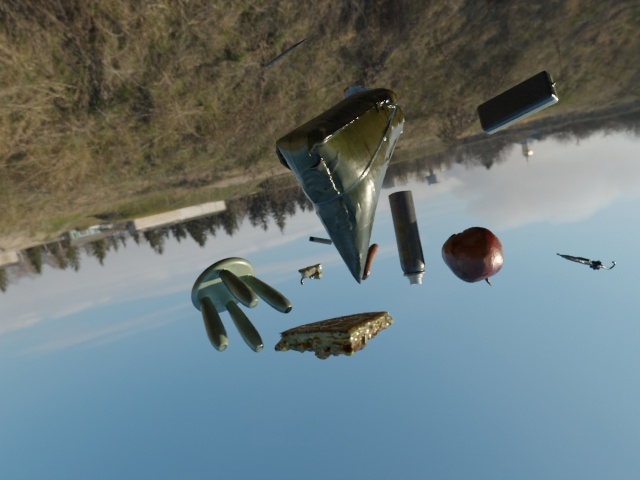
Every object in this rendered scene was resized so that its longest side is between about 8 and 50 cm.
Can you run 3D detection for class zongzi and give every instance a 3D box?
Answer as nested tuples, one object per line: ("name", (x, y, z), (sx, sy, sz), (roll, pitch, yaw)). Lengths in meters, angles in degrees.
("zongzi", (0.102, -0.130, 0.907), (0.323, 0.360, 0.160), (-40, -155, -32))

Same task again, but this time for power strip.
("power strip", (0.680, -0.473, 1.400), (0.070, 0.105, 0.256), (7, 160, -40))

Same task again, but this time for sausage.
("sausage", (0.172, 0.071, 1.436), (0.040, 0.047, 0.177), (-34, -160, 42))

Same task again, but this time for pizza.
("pizza", (0.044, 0.264, 1.165), (0.257, 0.087, 0.268), (-8, -179, 36))

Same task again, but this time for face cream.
("face cream", (0.263, -0.007, 1.219), (0.073, 0.284, 0.073), (-10, 177, -1))

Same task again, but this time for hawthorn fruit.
("hawthorn fruit", (0.485, 0.059, 1.272), (0.179, 0.200, 0.179), (-23, 179, 0))

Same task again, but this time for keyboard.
("keyboard", (-0.113, -0.594, 1.288), (0.063, 0.010, 0.198), (-42, -156, -23))

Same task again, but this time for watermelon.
("watermelon", (0.122, -0.414, 1.167), (0.081, 0.094, 0.180), (-56, 173, 16))

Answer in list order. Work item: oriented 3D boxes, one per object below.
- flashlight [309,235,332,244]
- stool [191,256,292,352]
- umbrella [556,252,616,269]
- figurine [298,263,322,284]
("flashlight", (0.000, 0.000, 1.465), (0.083, 0.018, 0.018), (9, 164, -12))
("stool", (-0.225, 0.175, 1.100), (0.198, 0.195, 0.195), (44, -169, 36))
("umbrella", (0.469, 0.040, 0.718), (0.148, 0.022, 0.022), (8, -148, -19))
("figurine", (-0.030, 0.108, 1.304), (0.083, 0.051, 0.047), (-17, -168, -3))
